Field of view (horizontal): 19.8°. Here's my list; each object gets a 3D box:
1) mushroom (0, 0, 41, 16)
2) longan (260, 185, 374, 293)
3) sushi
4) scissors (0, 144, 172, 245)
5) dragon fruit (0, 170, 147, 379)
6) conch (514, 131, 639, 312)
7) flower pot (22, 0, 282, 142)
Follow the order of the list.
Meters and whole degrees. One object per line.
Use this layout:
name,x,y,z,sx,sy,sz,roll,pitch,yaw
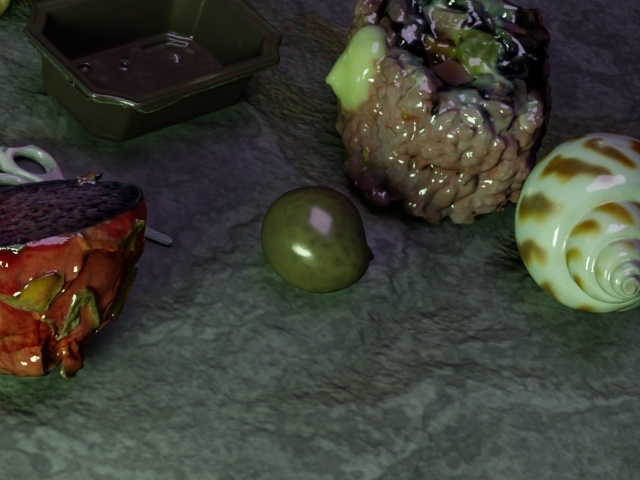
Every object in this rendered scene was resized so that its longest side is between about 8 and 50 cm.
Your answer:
mushroom,-0.332,-0.282,1.902,0.126,0.085,0.109,19,39,18
longan,0.000,0.000,1.698,0.113,0.092,0.113,20,33,-14
sushi,0.120,-0.152,1.867,0.237,0.171,0.270,11,44,-11
scissors,-0.225,-0.034,1.711,0.189,0.015,0.100,23,40,2
dragon fruit,-0.246,0.042,1.533,0.224,0.148,0.218,-16,19,-24
conch,0.280,-0.014,1.782,0.183,0.148,0.275,22,44,-7
flower pot,-0.172,-0.178,1.847,0.251,0.084,0.179,-23,55,-39
